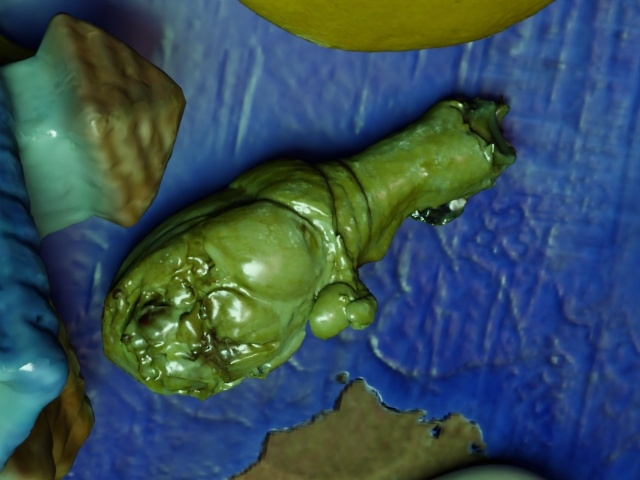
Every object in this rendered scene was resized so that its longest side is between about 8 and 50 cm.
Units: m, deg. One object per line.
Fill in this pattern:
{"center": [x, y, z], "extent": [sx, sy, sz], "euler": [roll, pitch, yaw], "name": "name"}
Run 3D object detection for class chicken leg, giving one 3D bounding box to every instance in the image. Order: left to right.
{"center": [0.000, 0.000, 0.929], "extent": [0.228, 0.103, 0.088], "euler": [-26, 95, -5], "name": "chicken leg"}

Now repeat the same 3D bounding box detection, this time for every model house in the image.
{"center": [-0.190, 0.059, 0.818], "extent": [0.329, 0.251, 0.295], "euler": [-18, 136, -8], "name": "model house"}

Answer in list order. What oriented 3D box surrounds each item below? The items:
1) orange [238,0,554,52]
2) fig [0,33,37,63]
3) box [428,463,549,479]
{"center": [0.032, -0.193, 0.827], "extent": [0.249, 0.183, 0.249], "euler": [-3, 107, -10], "name": "orange"}
{"center": [-0.163, -0.096, 0.872], "extent": [0.166, 0.093, 0.093], "euler": [30, 100, -16], "name": "fig"}
{"center": [0.056, 0.202, 1.010], "extent": [0.200, 0.088, 0.146], "euler": [-32, 109, 2], "name": "box"}
